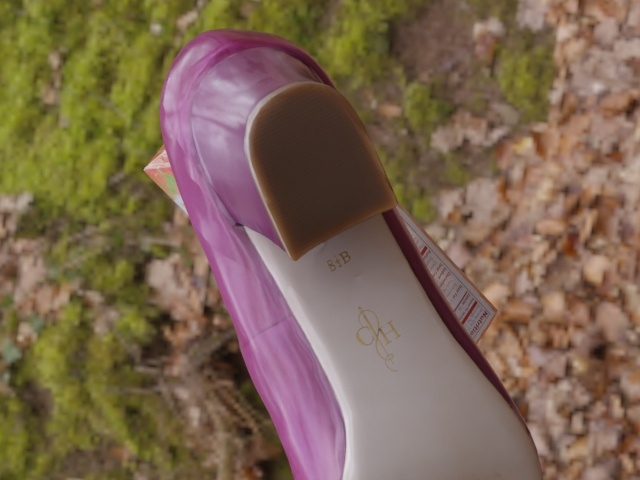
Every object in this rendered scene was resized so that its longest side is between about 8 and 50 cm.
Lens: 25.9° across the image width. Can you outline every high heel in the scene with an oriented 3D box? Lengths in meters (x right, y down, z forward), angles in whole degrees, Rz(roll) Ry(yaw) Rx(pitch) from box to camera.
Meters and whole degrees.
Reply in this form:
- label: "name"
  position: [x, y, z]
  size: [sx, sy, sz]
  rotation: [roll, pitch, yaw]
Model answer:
- label: "high heel"
  position: [0.018, 0.064, 0.755]
  size: [0.181, 0.127, 0.377]
  rotation: [-138, 31, -65]

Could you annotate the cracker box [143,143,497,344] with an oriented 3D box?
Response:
- label: "cracker box"
  position: [0.000, 0.000, 1.012]
  size: [0.156, 0.232, 0.067]
  rotation: [-1, 48, 56]
